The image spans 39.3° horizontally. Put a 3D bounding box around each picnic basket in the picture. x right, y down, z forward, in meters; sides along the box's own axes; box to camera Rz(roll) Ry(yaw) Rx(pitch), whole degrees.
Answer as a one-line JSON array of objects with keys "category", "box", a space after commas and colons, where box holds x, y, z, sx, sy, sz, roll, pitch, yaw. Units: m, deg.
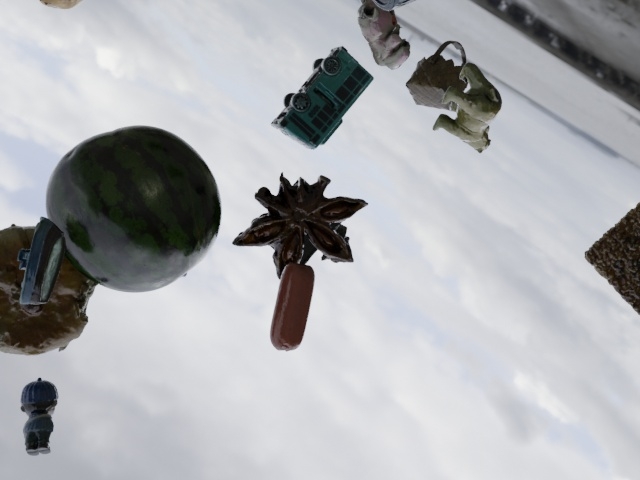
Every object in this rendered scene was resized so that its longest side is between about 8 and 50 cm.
[{"category": "picnic basket", "box": [0.313, -0.428, 2.292, 0.138, 0.178, 0.128, 19, 160, 38]}]

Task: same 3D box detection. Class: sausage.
[{"category": "sausage", "box": [-0.049, 0.115, 1.544, 0.062, 0.154, 0.062, 12, 177, 1]}]

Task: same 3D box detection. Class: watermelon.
[{"category": "watermelon", "box": [-0.308, -0.053, 1.506, 0.285, 0.285, 0.285, 30, -165, -9]}]

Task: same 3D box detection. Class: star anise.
[{"category": "star anise", "box": [-0.032, -0.027, 1.670, 0.220, 0.214, 0.099, 24, -163, -11]}]

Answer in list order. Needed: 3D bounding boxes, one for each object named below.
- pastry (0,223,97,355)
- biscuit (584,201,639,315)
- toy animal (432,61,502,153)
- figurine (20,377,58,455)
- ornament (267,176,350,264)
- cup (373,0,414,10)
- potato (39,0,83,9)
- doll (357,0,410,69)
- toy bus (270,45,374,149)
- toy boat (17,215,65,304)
[{"category": "pastry", "box": [-0.527, 0.092, 1.602, 0.236, 0.257, 0.121, 21, -169, -28]}, {"category": "biscuit", "box": [0.538, 0.062, 1.410, 0.237, 0.131, 0.026, 45, -166, -7]}, {"category": "toy animal", "box": [0.262, -0.217, 1.550, 0.101, 0.103, 0.218, 29, 161, 8]}, {"category": "figurine", "box": [-0.528, 0.325, 1.665, 0.077, 0.079, 0.136, -9, -132, 2]}, {"category": "ornament", "box": [0.000, 0.000, 1.903, 0.166, 0.153, 0.196, 42, -178, 34]}, {"category": "cup", "box": [0.141, -0.405, 1.347, 0.113, 0.138, 0.150, 50, 161, 40]}, {"category": "potato", "box": [-0.489, -0.525, 1.745, 0.118, 0.178, 0.109, 15, 157, 9]}, {"category": "doll", "box": [0.147, -0.497, 2.121, 0.192, 0.095, 0.149, 61, -163, -22]}, {"category": "toy bus", "box": [0.004, -0.352, 2.258, 0.147, 0.256, 0.128, 39, 178, -15]}, {"category": "toy boat", "box": [-0.434, 0.033, 1.376, 0.061, 0.137, 0.060, 16, -176, 19]}]
